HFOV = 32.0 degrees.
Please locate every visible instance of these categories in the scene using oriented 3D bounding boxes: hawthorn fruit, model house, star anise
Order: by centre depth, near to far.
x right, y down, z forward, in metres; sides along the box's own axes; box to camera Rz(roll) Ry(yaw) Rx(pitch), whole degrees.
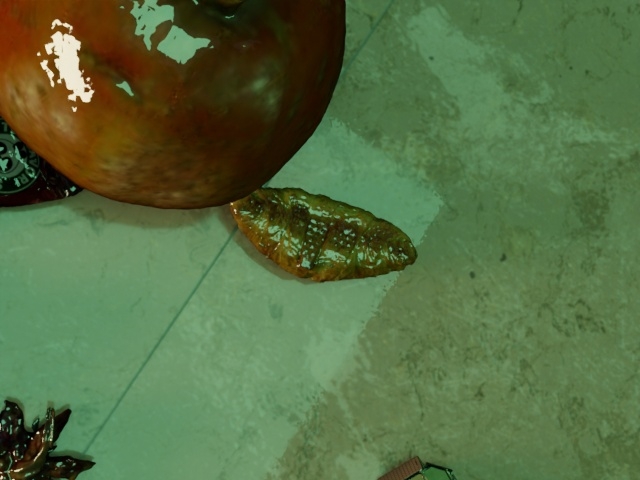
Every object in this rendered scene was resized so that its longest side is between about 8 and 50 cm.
[{"bbox_3d":[-0.147,-0.222,1.158,0.403,0.403,0.403,1,86,-14],"label":"hawthorn fruit"},{"bbox_3d":[-0.339,0.257,1.256,0.168,0.057,0.168,-1,94,-8],"label":"star anise"},{"bbox_3d":[0.121,0.298,1.371,0.083,0.057,0.058,-33,68,5],"label":"model house"}]

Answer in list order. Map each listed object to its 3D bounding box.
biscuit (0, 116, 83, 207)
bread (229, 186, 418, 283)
[{"bbox_3d":[-0.396,-0.087,1.260,0.235,0.063,0.151,-22,96,-16],"label":"biscuit"},{"bbox_3d":[0.000,0.000,1.344,0.233,0.076,0.105,15,71,-6],"label":"bread"}]
